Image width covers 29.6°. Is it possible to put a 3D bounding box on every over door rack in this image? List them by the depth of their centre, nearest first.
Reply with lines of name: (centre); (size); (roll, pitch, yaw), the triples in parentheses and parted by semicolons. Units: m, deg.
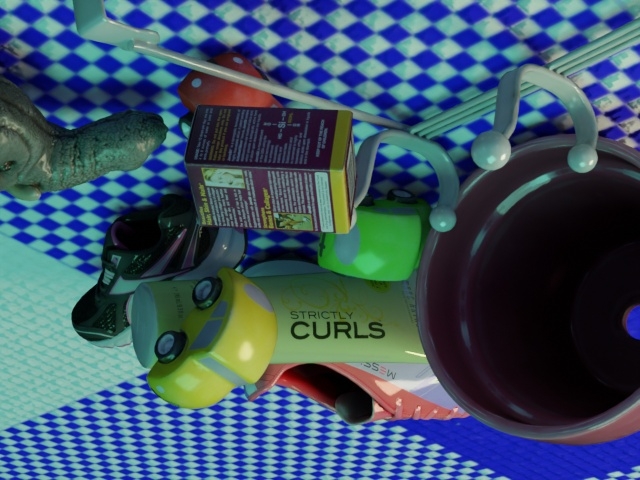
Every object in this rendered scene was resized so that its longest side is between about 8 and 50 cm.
over door rack: (0.060, -0.100, 0.642); (0.239, 0.108, 0.324); (-24, 146, 35)

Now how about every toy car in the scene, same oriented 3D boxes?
toy car: (0.000, 0.000, 0.812); (0.225, 0.239, 0.053); (-3, -160, -37)

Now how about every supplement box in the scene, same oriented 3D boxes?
supplement box: (-0.025, -0.037, 0.636); (0.083, 0.043, 0.055); (4, 144, 7)

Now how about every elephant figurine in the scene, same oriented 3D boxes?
elephant figurine: (-0.253, -0.063, 0.741); (0.239, 0.186, 0.169); (-27, 96, 23)

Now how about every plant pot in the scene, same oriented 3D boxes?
plant pot: (0.196, 0.043, 0.838); (0.201, 0.201, 0.180); (-20, 158, 32)

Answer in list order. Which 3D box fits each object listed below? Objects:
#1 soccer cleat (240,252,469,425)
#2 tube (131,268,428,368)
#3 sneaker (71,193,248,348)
soccer cleat: (0.070, 0.112, 1.009); (0.318, 0.116, 0.108); (20, 145, -26)
tube: (-0.017, 0.056, 0.892); (0.240, 0.070, 0.062); (0, -173, -25)
sneaker: (-0.139, 0.014, 0.921); (0.077, 0.072, 0.178); (32, 126, -32)
